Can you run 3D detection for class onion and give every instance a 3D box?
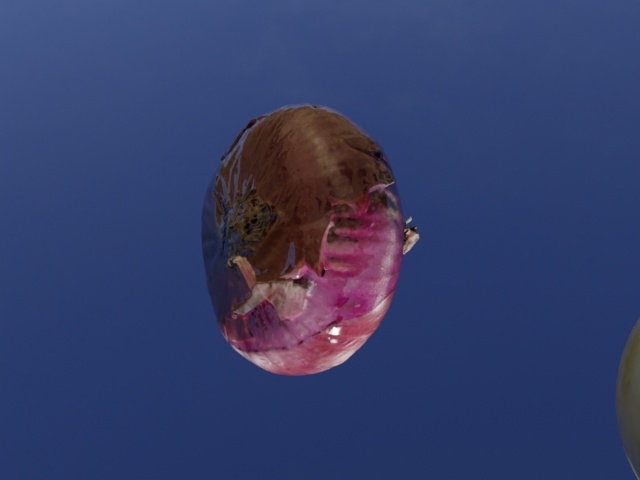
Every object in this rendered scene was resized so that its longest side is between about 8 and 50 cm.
[{"bbox_3d":[0.000,0.000,1.130,0.286,0.347,0.347,3,-148,-32],"label":"onion"}]

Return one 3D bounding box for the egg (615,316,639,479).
[{"bbox_3d":[0.239,0.083,0.457,0.164,0.164,0.202,25,-150,34],"label":"egg"}]
